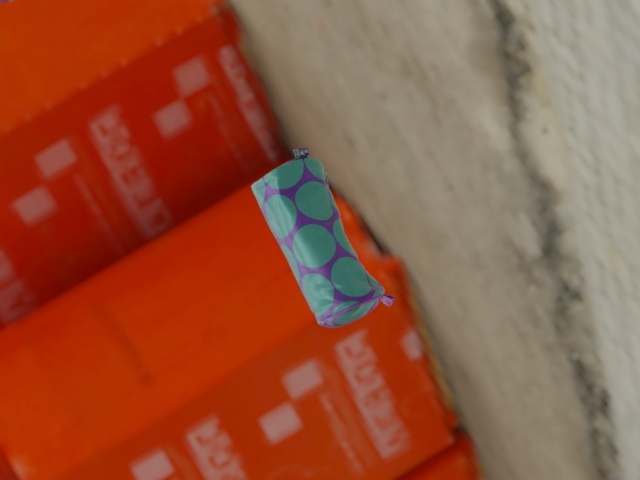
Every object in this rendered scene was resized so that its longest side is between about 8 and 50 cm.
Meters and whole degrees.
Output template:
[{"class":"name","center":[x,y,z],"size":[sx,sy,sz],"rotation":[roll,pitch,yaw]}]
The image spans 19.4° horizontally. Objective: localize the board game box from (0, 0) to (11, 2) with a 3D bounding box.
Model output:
[{"class":"board game box","center":[-0.269,-0.410,1.706],"size":[0.056,0.208,0.346],"rotation":[-21,-85,-55]}]

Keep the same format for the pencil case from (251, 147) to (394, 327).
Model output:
[{"class":"pencil case","center":[0.000,0.000,1.611],"size":[0.151,0.070,0.064],"rotation":[65,158,16]}]
